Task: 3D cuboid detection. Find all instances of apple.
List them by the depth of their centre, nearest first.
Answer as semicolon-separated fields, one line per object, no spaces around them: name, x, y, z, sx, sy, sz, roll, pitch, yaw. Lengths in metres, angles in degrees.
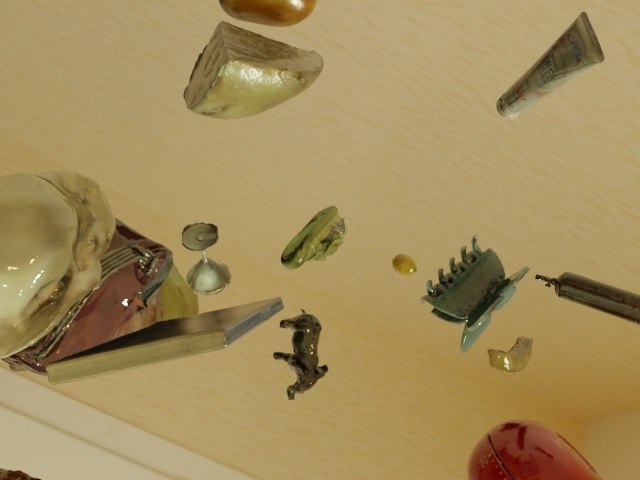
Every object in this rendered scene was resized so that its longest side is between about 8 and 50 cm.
apple;-0.473;0.170;1.591;0.279;0.279;0.279;-60;-171;16

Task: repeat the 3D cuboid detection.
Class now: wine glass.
wine glass;-0.373;0.055;1.895;0.232;0.156;0.156;92;15;-51

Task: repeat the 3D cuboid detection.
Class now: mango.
mango;-0.112;-0.550;1.309;0.151;0.221;0.120;-58;-136;50

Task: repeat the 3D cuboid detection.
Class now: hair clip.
hair clip;0.532;0.175;2.074;0.318;0.238;0.392;-44;158;-10

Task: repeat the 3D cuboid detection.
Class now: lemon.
lemon;0.249;0.072;1.752;0.062;0.083;0.062;-47;151;-36

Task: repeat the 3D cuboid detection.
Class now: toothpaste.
toothpaste;0.459;-0.335;1.199;0.323;0.066;0.100;133;-59;-75

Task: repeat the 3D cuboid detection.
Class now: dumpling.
dumpling;-0.316;0.014;0.618;0.132;0.162;0.250;-29;-165;44

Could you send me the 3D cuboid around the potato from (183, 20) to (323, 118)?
potato;-0.130;-0.311;1.234;0.189;0.264;0.211;-62;-146;32

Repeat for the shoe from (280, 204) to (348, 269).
shoe;-0.005;-0.005;1.731;0.262;0.128;0.140;-56;-178;-41

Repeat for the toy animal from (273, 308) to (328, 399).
toy animal;-0.060;0.310;1.599;0.146;0.115;0.245;-10;-97;52

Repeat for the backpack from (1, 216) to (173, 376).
backpack;-0.452;0.081;1.054;0.197;0.283;0.317;-39;-159;53

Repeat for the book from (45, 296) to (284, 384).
book;-0.161;0.110;0.701;0.269;0.191;0.025;-7;84;-81

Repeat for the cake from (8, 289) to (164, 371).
cake;-0.542;0.173;1.362;0.237;0.309;0.230;30;52;-78

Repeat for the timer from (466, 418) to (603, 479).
timer;0.580;0.657;1.560;0.279;0.378;0.378;-49;-169;11

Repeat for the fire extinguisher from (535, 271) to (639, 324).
fire extinguisher;0.674;0.133;1.465;0.089;0.268;0.072;-1;109;-62

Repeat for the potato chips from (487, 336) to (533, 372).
potato chips;0.543;0.323;1.648;0.407;0.057;0.080;6;83;-60

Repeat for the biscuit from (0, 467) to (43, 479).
biscuit;-0.496;0.557;0.872;0.166;0.343;0.395;100;10;-51
